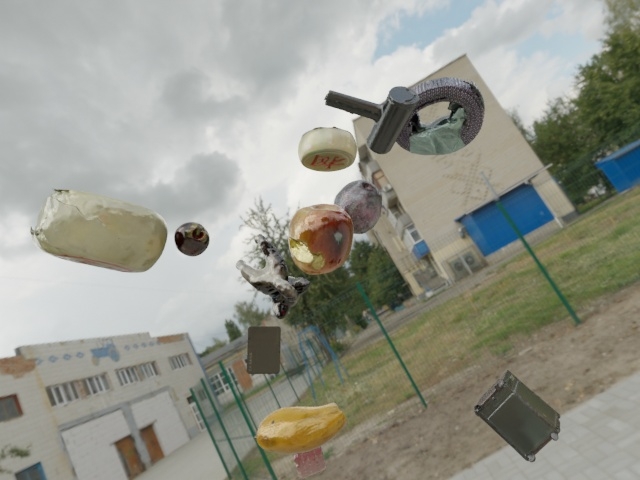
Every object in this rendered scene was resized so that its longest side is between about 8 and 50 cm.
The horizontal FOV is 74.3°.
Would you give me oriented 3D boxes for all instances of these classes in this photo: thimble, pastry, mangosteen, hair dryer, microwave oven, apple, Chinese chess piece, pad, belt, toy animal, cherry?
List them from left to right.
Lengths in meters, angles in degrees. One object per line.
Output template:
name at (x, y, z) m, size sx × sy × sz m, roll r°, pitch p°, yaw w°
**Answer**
pastry at (-0.453, -0.012, 0.877) m, size 0.264 × 0.134 × 0.265 m, roll 10°, pitch -11°, yaw 2°
mangosteen at (-0.289, -0.002, 0.959) m, size 0.080 × 0.081 × 0.081 m, roll -28°, pitch -11°, yaw -6°
pad at (-0.191, 0.369, 1.420) m, size 0.112 × 0.157 × 0.003 m, roll 1°, pitch -7°, yaw -7°
toy animal at (-0.166, 0.181, 1.699) m, size 0.194 × 0.302 × 0.344 m, roll -45°, pitch -31°, yaw -8°
thimble at (-0.058, 0.884, 1.777) m, size 0.124 × 0.190 × 0.163 m, roll -14°, pitch -31°, yaw -9°
apple at (0.000, 0.000, 1.080) m, size 0.199 × 0.199 × 0.199 m, roll -28°, pitch -11°, yaw -6°
Chinese chess piece at (0.014, -0.183, 0.862) m, size 0.121 × 0.051 × 0.122 m, roll -1°, pitch -15°, yaw 0°
cherry at (0.133, -0.123, 1.509) m, size 0.195 × 0.195 × 0.195 m, roll -28°, pitch -11°, yaw -6°
hair dryer at (0.131, -0.377, 1.230) m, size 0.197 × 0.251 × 0.089 m, roll 115°, pitch 173°, yaw -53°
belt at (0.414, -0.434, 1.506) m, size 0.324 × 0.260 × 0.122 m, roll -13°, pitch 36°, yaw 19°
microwave oven at (0.713, 0.638, 1.542) m, size 0.188 × 0.247 × 0.178 m, roll -54°, pitch -24°, yaw 16°

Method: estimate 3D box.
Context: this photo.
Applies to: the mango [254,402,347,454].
mango at (-0.075, 0.700, 1.575) m, size 0.358 × 0.144 × 0.187 m, roll -15°, pitch 18°, yaw 15°
